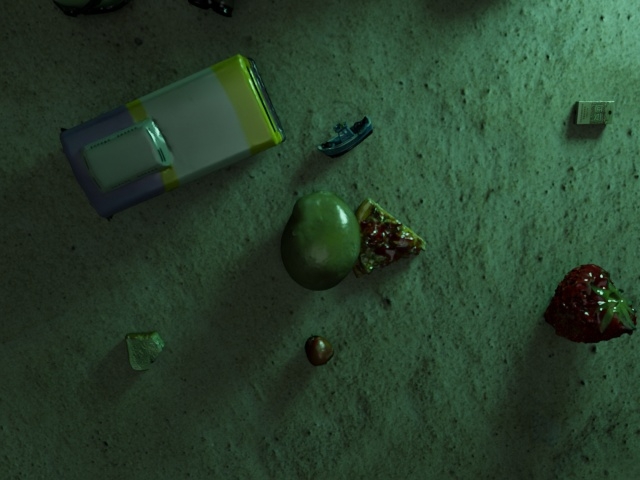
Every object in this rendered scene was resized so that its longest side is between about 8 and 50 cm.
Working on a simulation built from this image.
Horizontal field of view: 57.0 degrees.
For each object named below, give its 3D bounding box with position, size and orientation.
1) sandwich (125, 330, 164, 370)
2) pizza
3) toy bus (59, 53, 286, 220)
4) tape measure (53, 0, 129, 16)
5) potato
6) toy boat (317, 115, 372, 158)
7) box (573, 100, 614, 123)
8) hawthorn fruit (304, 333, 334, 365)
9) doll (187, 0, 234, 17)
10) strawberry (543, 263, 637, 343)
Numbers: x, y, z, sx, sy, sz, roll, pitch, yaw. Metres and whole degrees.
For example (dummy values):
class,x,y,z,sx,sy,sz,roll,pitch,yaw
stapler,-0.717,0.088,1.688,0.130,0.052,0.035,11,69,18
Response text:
class,x,y,z,sx,sy,sz,roll,pitch,yaw
sandwich,-0.445,0.283,1.499,0.093,0.035,0.104,1,105,-1
pizza,0.162,-0.004,1.420,0.193,0.053,0.200,-2,104,0
toy bus,-0.316,-0.217,1.265,0.440,0.249,0.209,-22,103,5
tape measure,-0.474,-0.584,1.245,0.236,0.115,0.207,-3,102,0
potato,0.000,0.000,1.370,0.178,0.160,0.235,-2,89,-24
toy boat,0.056,-0.242,1.357,0.137,0.060,0.061,-32,121,13
box,0.632,-0.296,1.364,0.083,0.024,0.053,-1,104,2
hawthorn fruit,-0.006,0.278,1.483,0.077,0.077,0.077,0,104,0
doll,-0.203,-0.613,1.236,0.182,0.117,0.257,19,106,1
strawberry,0.635,0.162,1.414,0.187,0.184,0.201,24,142,-25
